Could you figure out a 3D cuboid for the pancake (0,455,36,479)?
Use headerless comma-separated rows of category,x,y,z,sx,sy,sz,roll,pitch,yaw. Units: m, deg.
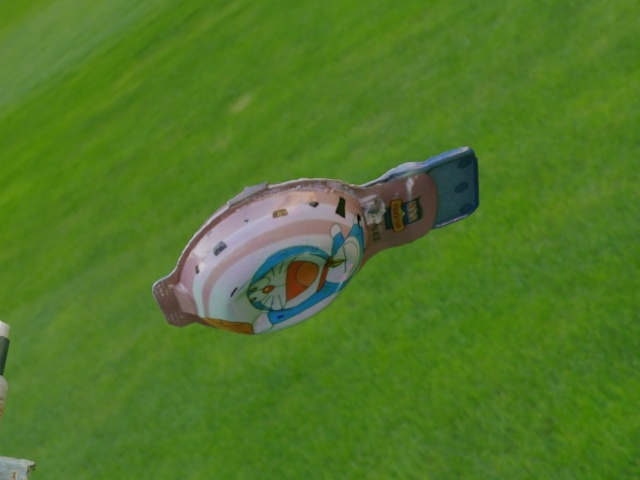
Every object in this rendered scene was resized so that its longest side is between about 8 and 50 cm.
pancake,-0.284,0.306,0.993,0.253,0.253,0.037,-46,-3,-17

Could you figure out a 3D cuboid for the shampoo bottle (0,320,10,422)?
shampoo bottle,-0.481,0.204,1.736,0.074,0.074,0.192,-15,58,45

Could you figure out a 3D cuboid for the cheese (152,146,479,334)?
cheese,0.000,0.000,0.999,0.286,0.189,0.074,-21,56,-7
